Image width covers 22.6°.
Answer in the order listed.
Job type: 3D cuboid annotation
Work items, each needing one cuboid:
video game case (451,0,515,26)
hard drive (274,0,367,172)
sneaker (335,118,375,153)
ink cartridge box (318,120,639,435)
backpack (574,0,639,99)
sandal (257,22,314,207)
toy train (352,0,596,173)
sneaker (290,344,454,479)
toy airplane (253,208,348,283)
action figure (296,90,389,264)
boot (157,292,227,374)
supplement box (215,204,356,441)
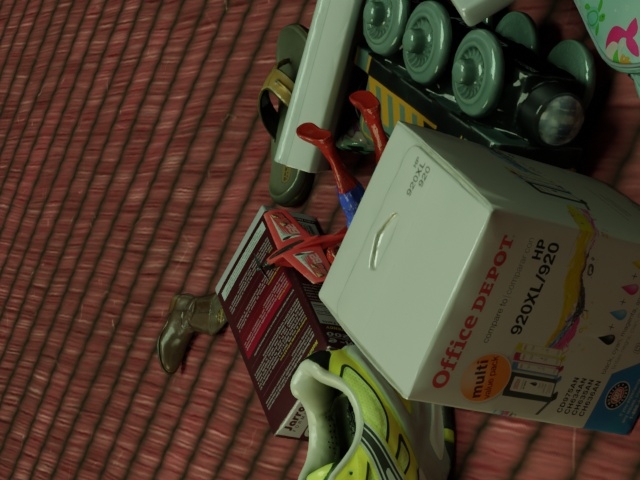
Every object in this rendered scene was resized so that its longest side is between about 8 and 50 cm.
[{"bbox_3d":[0.193,-0.309,1.435,0.227,0.026,0.206,-30,44,5],"label":"video game case"},{"bbox_3d":[0.027,-0.247,1.667,0.233,0.047,0.353,-40,-35,-85],"label":"hard drive"},{"bbox_3d":[0.056,-0.132,1.701,0.098,0.038,0.069,-10,69,46],"label":"sneaker"},{"bbox_3d":[0.154,0.033,1.294,0.168,0.232,0.171,47,119,54],"label":"ink cartridge box"},{"bbox_3d":[0.312,-0.180,1.179,0.225,0.191,0.254,-46,48,39],"label":"backpack"},{"bbox_3d":[-0.043,-0.148,1.838,0.090,0.060,0.219,-9,72,57],"label":"sandal"},{"bbox_3d":[0.129,-0.126,1.495,0.334,0.142,0.190,44,126,55],"label":"toy train"},{"bbox_3d":[0.045,0.276,1.463,0.145,0.147,0.385,-40,48,42],"label":"sneaker"},{"bbox_3d":[0.000,0.000,1.675,0.151,0.151,0.028,52,165,51],"label":"toy airplane"},{"bbox_3d":[0.048,-0.014,1.506,0.139,0.091,0.280,38,156,58],"label":"action figure"},{"bbox_3d":[-0.152,0.113,1.945,0.114,0.037,0.106,0,81,53],"label":"boot"},{"bbox_3d":[-0.028,0.087,1.717,0.130,0.073,0.239,-59,35,28],"label":"supplement box"}]
